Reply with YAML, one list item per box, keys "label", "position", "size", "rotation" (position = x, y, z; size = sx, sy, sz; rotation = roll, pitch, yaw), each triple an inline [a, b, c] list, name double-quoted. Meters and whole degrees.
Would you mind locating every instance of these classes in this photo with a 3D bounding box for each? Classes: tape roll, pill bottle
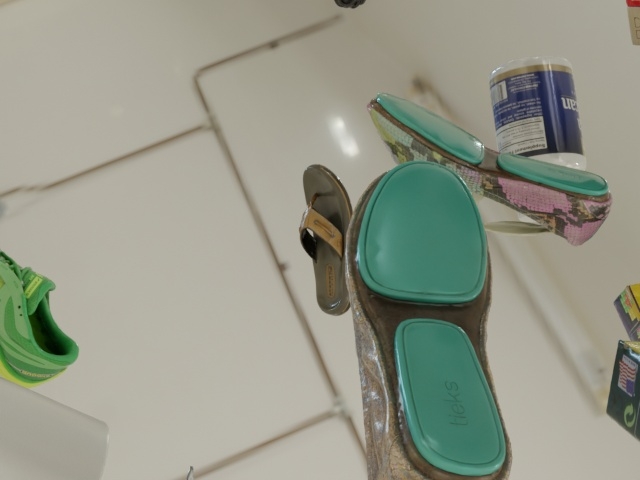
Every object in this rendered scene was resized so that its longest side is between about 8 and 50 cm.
- label: "tape roll"
  position: [-0.339, 0.263, 1.438]
  size: [0.169, 0.246, 0.246]
  rotation: [25, 7, -15]
- label: "pill bottle"
  position: [0.241, -0.109, 1.570]
  size: [0.094, 0.094, 0.169]
  rotation: [97, -13, -79]

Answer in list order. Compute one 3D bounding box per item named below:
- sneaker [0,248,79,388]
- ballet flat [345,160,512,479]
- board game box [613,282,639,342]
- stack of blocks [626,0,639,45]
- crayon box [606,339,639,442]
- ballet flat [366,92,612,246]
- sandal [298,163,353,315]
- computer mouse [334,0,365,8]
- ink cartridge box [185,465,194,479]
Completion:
- label: "sneaker"
  position: [-0.399, 0.050, 1.793]
  size: [0.295, 0.123, 0.109]
  rotation: [59, 27, -25]
- label: "ballet flat"
  position: [0.060, 0.073, 0.960]
  size: [0.316, 0.107, 0.106]
  rotation: [-86, -170, -50]
- label: "board game box"
  position: [0.409, 0.114, 1.504]
  size: [0.048, 0.141, 0.170]
  rotation: [109, -36, -63]
- label: "stack of blocks"
  position: [0.338, -0.311, 1.202]
  size: [0.087, 0.171, 0.297]
  rotation: [-59, 142, -40]
- label: "crayon box"
  position: [0.443, 0.161, 1.265]
  size: [0.202, 0.318, 0.081]
  rotation: [-133, -132, -71]
- label: "ballet flat"
  position: [0.133, -0.049, 1.199]
  size: [0.077, 0.221, 0.079]
  rotation: [-67, 178, -64]
- label: "sandal"
  position: [0.000, 0.000, 2.039]
  size: [0.090, 0.060, 0.219]
  rotation: [0, -87, 50]
- label: "computer mouse"
  position: [-0.030, -0.261, 1.296]
  size: [0.042, 0.193, 0.106]
  rotation: [-5, 98, -55]
- label: "ink cartridge box"
  position: [-0.158, 0.377, 1.430]
  size: [0.224, 0.045, 0.223]
  rotation: [-83, 175, -45]
